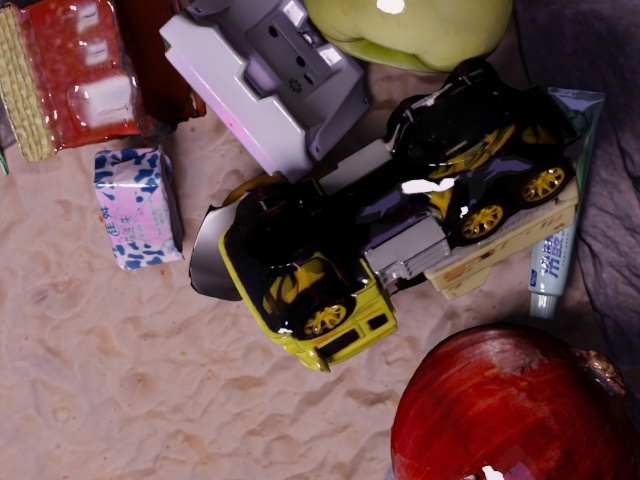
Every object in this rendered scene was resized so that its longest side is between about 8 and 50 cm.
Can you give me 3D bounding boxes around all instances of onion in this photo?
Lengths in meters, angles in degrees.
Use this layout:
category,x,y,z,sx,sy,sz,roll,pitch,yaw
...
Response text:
category,x,y,z,sx,sy,sz,roll,pitch,yaw
onion,0.238,0.271,1.414,0.341,0.341,0.342,0,100,0

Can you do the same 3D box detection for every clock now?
category,x,y,z,sx,sy,sz,roll,pitch,yaw
clock,-0.059,-0.208,1.390,0.253,0.186,0.083,48,131,-8

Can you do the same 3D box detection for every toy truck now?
category,x,y,z,sx,sy,sz,roll,pitch,yaw
toy truck,0.104,-0.016,1.316,0.405,0.254,0.181,-31,57,-1

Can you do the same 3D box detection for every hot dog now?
category,x,y,z,sx,sy,sz,roll,pitch,yaw
hot dog,-0.001,-0.006,1.462,0.325,0.107,0.194,9,110,-14

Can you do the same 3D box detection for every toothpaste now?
category,x,y,z,sx,sy,sz,roll,pitch,yaw
toothpaste,0.307,-0.046,1.485,0.074,0.048,0.297,8,96,2

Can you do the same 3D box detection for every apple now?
category,x,y,z,sx,sy,sz,roll,pitch,yaw
apple,0.104,-0.321,1.328,0.279,0.279,0.279,0,100,0

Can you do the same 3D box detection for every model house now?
category,x,y,z,sx,sy,sz,roll,pitch,yaw
model house,-0.291,-0.205,1.404,0.253,0.160,0.196,-8,101,30

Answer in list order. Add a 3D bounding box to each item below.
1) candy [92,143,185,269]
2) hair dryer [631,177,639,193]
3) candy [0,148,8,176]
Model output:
category,x,y,z,sx,sy,sz,roll,pitch,yaw
candy,-0.223,-0.039,1.434,0.092,0.073,0.160,-7,139,0
hair dryer,0.492,-0.201,1.407,0.284,0.156,0.320,-35,107,-5
candy,-0.422,-0.163,1.452,0.049,0.055,0.185,11,126,33
